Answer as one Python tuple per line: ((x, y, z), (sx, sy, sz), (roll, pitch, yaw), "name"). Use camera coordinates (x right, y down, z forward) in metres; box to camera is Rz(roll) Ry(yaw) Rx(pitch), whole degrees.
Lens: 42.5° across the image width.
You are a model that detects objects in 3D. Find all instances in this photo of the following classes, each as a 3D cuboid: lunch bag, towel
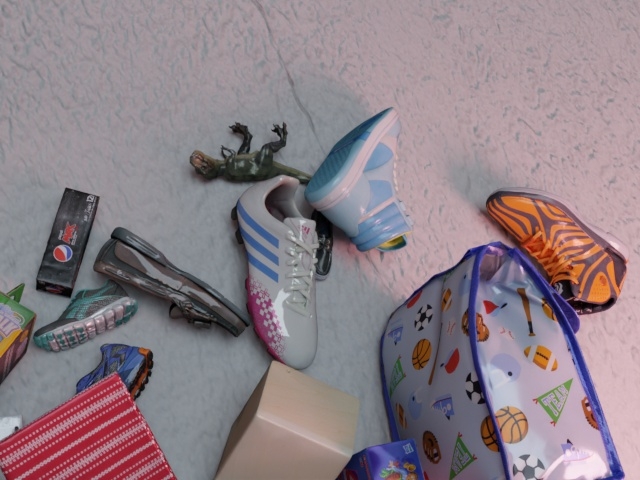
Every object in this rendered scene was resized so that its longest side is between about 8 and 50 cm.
((0.256, 0.230, 1.308), (0.239, 0.328, 0.385), (-6, 68, -26), "lunch bag")
((-0.312, 0.349, 1.164), (0.199, 0.031, 0.275), (-31, 106, -27), "towel")

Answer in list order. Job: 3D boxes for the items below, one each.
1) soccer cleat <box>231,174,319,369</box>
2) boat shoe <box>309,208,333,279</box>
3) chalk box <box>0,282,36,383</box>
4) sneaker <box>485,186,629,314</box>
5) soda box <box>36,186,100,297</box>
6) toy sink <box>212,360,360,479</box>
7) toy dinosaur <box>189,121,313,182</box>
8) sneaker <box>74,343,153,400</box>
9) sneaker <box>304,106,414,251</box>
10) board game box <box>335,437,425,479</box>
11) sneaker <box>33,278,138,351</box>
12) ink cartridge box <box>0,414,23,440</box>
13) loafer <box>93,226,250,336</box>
((-0.056, 0.045, 1.368), (0.116, 0.143, 0.331), (4, 63, -49), "soccer cleat")
((0.000, 0.000, 1.480), (0.049, 0.040, 0.142), (6, 66, -17), "boat shoe")
((-0.503, 0.142, 1.179), (0.132, 0.132, 0.213), (31, 48, -4), "chalk box")
((0.451, 0.031, 1.578), (0.321, 0.124, 0.180), (27, 61, -7), "sneaker")
((-0.408, 0.003, 1.327), (0.060, 0.053, 0.169), (15, 63, -12), "soda box")
((-0.062, 0.322, 1.253), (0.153, 0.234, 0.131), (25, 32, -7), "toy sink")
((-0.111, -0.156, 1.501), (0.268, 0.064, 0.118), (5, 73, -20), "toy dinosaur")
((-0.338, 0.252, 1.240), (0.087, 0.083, 0.221), (21, 61, 13), "sneaker")
((0.108, -0.099, 1.529), (0.208, 0.127, 0.319), (50, 46, -15), "sneaker")
((0.101, 0.485, 1.196), (0.078, 0.233, 0.347), (-6, 70, -21), "board game box")
((-0.376, 0.115, 1.296), (0.166, 0.065, 0.076), (-23, 61, -30), "sneaker")
((-0.490, 0.290, 1.188), (0.115, 0.029, 0.063), (-2, 68, -21), "ink cartridge box")
((-0.242, 0.086, 1.331), (0.267, 0.096, 0.084), (36, 72, -5), "loafer")
